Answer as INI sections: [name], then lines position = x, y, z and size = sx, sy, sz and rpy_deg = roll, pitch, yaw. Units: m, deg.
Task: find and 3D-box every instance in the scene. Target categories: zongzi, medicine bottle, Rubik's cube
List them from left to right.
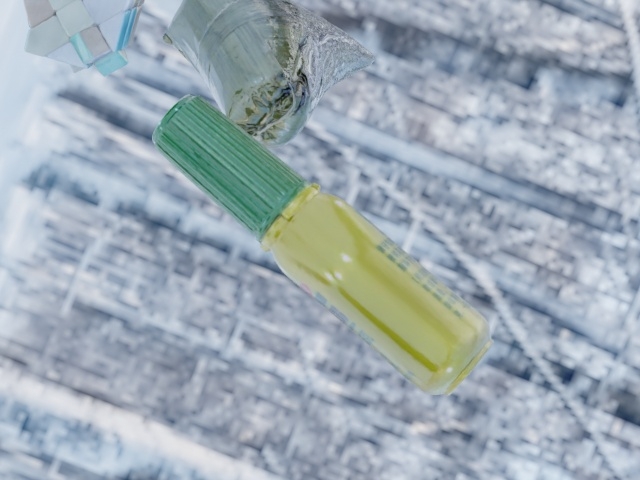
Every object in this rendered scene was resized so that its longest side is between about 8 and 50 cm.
[Rubik's cube]
position = -0.161, -0.146, 1.168
size = 0.075, 0.084, 0.073
rpy_deg = -19, 127, -66
[zongzi]
position = -0.006, -0.128, 1.455
size = 0.094, 0.204, 0.205
rpy_deg = -58, -144, 21
[medicine bottle]
position = 0.000, 0.000, 1.151
size = 0.064, 0.260, 0.095
rpy_deg = -50, 175, 8
